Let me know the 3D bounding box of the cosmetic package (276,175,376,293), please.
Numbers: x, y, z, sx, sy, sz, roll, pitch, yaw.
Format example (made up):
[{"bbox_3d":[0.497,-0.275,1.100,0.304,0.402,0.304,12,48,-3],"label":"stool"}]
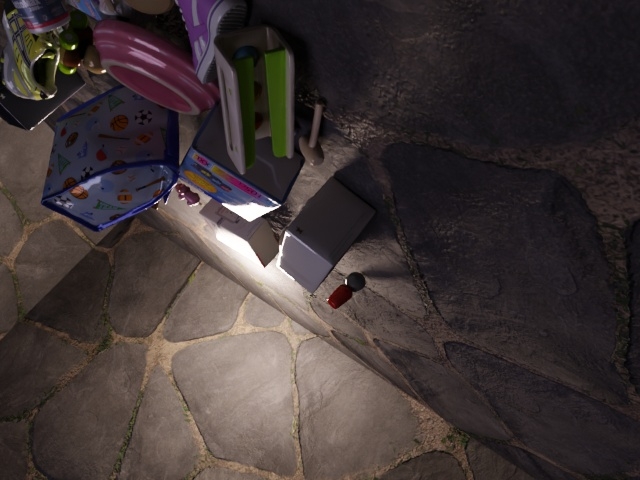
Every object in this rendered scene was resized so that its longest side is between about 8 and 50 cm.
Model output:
[{"bbox_3d":[0.000,0.000,1.452,0.155,0.197,0.365,39,163,3],"label":"cosmetic package"}]

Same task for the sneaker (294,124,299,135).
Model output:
[{"bbox_3d":[-0.110,-0.280,1.246,0.118,0.042,0.067,13,153,39],"label":"sneaker"}]

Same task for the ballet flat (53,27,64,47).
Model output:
[{"bbox_3d":[-0.874,-0.691,1.719,0.070,0.070,0.188,31,160,24],"label":"ballet flat"}]

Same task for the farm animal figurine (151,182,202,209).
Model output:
[{"bbox_3d":[-0.493,-0.257,1.775,0.172,0.330,0.326,8,116,62],"label":"farm animal figurine"}]

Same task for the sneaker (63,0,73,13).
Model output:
[{"bbox_3d":[-0.804,-0.699,1.565,0.212,0.080,0.094,12,132,53],"label":"sneaker"}]

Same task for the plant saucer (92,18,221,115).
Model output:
[{"bbox_3d":[-0.395,-0.401,1.280,0.332,0.084,0.332,22,174,3],"label":"plant saucer"}]

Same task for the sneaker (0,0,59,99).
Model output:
[{"bbox_3d":[-0.790,-0.582,1.466,0.147,0.145,0.384,20,119,16],"label":"sneaker"}]

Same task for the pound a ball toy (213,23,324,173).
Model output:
[{"bbox_3d":[-0.101,-0.282,1.094,0.135,0.208,0.319,58,160,31],"label":"pound a ball toy"}]

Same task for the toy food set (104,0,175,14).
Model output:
[{"bbox_3d":[-0.360,-0.526,1.085,0.192,0.038,0.132,4,154,1],"label":"toy food set"}]

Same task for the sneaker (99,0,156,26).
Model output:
[{"bbox_3d":[-0.436,-0.544,1.138,0.090,0.115,0.232,33,161,18],"label":"sneaker"}]

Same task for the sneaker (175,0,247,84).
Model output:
[{"bbox_3d":[-0.235,-0.441,1.051,0.161,0.102,0.282,47,154,-1],"label":"sneaker"}]

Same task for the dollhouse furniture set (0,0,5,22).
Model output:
[{"bbox_3d":[-0.748,-0.632,1.331,0.161,0.181,0.101,9,-172,-30],"label":"dollhouse furniture set"}]

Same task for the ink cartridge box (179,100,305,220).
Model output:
[{"bbox_3d":[-0.240,-0.194,1.466,0.270,0.151,0.395,32,166,-16],"label":"ink cartridge box"}]

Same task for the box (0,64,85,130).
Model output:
[{"bbox_3d":[-1.136,-0.597,2.068,0.294,0.296,0.182,20,153,46],"label":"box"}]

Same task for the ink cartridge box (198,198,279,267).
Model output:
[{"bbox_3d":[-0.315,-0.040,2.078,0.283,0.117,0.207,28,159,30],"label":"ink cartridge box"}]

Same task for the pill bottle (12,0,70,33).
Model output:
[{"bbox_3d":[-0.697,-0.606,1.269,0.108,0.108,0.180,25,144,37],"label":"pill bottle"}]

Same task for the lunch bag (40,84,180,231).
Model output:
[{"bbox_3d":[-0.550,-0.249,1.488,0.386,0.327,0.239,-23,148,21],"label":"lunch bag"}]

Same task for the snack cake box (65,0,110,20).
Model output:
[{"bbox_3d":[-0.571,-0.651,1.192,0.152,0.089,0.264,31,160,22],"label":"snack cake box"}]

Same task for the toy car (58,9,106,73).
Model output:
[{"bbox_3d":[-0.676,-0.564,1.588,0.188,0.148,0.155,20,156,-21],"label":"toy car"}]

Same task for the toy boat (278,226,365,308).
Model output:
[{"bbox_3d":[-0.002,0.086,1.777,0.318,0.148,0.267,41,158,19],"label":"toy boat"}]
